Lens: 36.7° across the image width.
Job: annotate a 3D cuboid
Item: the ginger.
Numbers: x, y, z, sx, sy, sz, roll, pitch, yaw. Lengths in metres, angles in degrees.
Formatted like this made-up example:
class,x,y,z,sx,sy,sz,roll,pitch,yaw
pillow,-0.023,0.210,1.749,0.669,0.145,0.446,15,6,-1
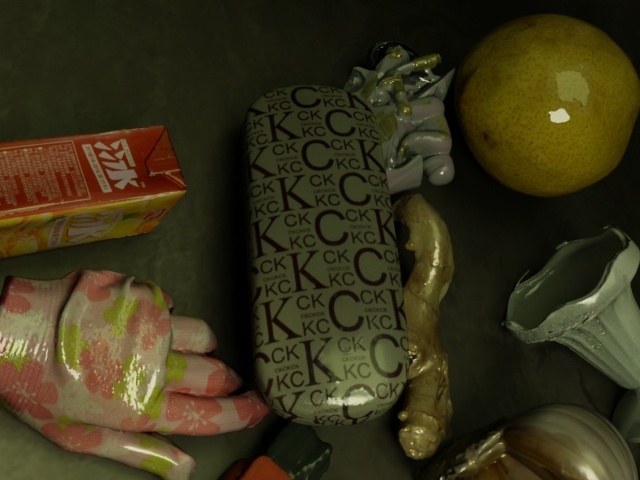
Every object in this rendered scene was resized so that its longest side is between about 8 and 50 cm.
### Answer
class,x,y,z,sx,sy,sz,roll,pitch,yaw
ginger,0.095,0.076,0.974,0.089,0.075,0.288,9,67,-26

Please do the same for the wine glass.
class,x,y,z,sx,sy,sz,roll,pitch,yaw
wine glass,0.313,0.106,1.038,0.196,0.165,0.165,51,52,-8

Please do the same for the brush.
class,x,y,z,sx,sy,sz,roll,pitch,yaw
brush,-0.096,0.266,0.779,0.070,0.051,0.323,53,49,-8

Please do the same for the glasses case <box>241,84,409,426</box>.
class,x,y,z,sx,sy,sz,roll,pitch,yaw
glasses case,0.000,0.000,0.889,0.137,0.085,0.354,0,58,-8

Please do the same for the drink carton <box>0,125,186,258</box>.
class,x,y,z,sx,sy,sz,roll,pitch,yaw
drink carton,-0.234,-0.037,0.805,0.223,0.096,0.071,-11,73,-34

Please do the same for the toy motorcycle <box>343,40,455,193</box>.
class,x,y,z,sx,sy,sz,roll,pitch,yaw
toy motorcycle,0.084,-0.119,1.043,0.152,0.073,0.225,27,61,6

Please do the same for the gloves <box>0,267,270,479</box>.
class,x,y,z,sx,sy,sz,roll,pitch,yaw
gloves,-0.144,0.107,0.781,0.241,0.126,0.145,14,58,-18

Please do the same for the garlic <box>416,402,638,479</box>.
class,x,y,z,sx,sy,sz,roll,pitch,yaw
garlic,0.178,0.255,0.879,0.207,0.207,0.256,35,53,-13

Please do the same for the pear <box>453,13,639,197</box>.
class,x,y,z,sx,sy,sz,roll,pitch,yaw
pear,0.248,-0.154,1.088,0.209,0.209,0.208,13,62,-26
